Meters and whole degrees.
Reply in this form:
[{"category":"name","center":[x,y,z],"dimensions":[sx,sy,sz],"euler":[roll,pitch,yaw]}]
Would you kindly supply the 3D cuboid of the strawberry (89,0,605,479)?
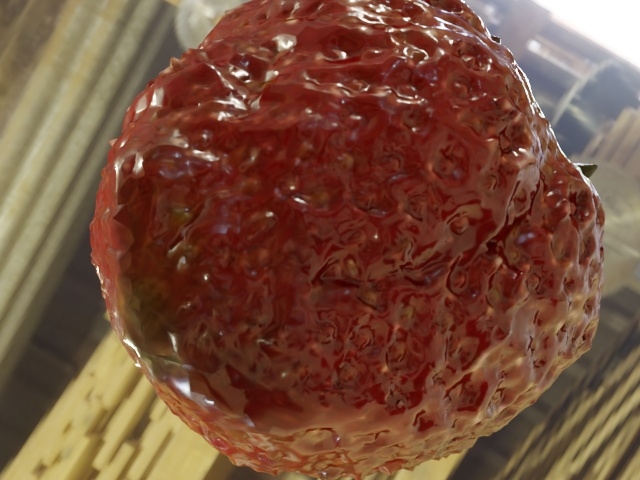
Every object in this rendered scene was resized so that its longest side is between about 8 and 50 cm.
[{"category":"strawberry","center":[0.000,0.000,0.595],"dimensions":[0.277,0.257,0.257],"euler":[-22,-35,-60]}]
